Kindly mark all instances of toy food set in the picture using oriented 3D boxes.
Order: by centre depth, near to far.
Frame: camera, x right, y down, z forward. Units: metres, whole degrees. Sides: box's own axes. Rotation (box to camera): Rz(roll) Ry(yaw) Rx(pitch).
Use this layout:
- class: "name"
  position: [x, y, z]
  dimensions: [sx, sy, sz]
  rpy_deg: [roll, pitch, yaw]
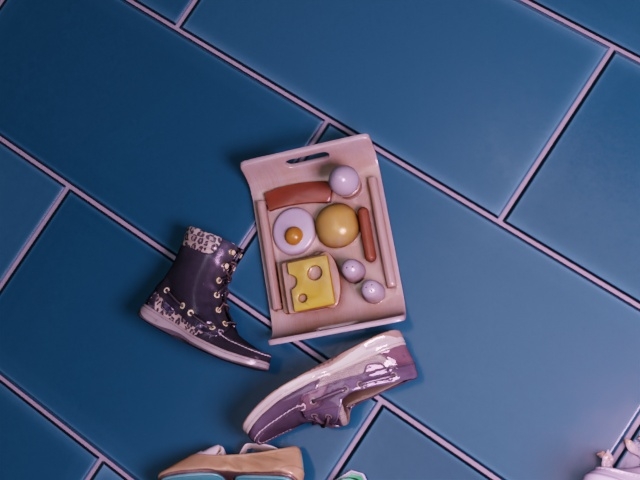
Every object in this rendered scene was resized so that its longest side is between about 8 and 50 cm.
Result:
- class: "toy food set"
  position: [0.000, 0.000, 1.683]
  dimensions: [0.219, 0.092, 0.306]
  rpy_deg: [-12, 75, 10]

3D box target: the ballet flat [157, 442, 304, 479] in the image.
- class: "ballet flat"
  position: [-0.136, 0.353, 1.660]
  dimensions: [0.232, 0.080, 0.073]
  rpy_deg: [-1, 50, 11]

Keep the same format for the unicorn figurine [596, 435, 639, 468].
- class: "unicorn figurine"
  position: [0.436, 0.347, 1.518]
  dimensions: [0.161, 0.060, 0.111]
  rpy_deg: [-22, 84, 2]

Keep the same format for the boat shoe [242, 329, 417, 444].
- class: "boat shoe"
  position: [0.016, 0.240, 1.624]
  dimensions: [0.285, 0.103, 0.092]
  rpy_deg: [-30, 68, -1]

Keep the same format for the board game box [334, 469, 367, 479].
- class: "board game box"
  position: [-0.013, 0.605, 1.576]
  dimensions: [0.389, 0.050, 0.390]
  rpy_deg: [-33, 73, 5]

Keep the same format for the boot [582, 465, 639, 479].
- class: "boot"
  position: [0.480, 0.319, 1.468]
  dimensions: [0.258, 0.095, 0.124]
  rpy_deg: [19, 73, -17]

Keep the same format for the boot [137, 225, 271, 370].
- class: "boot"
  position: [-0.158, 0.092, 1.706]
  dimensions: [0.236, 0.085, 0.179]
  rpy_deg: [23, 82, 18]
